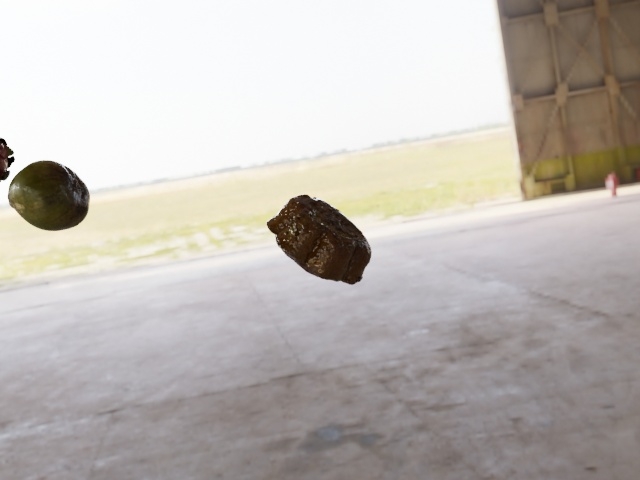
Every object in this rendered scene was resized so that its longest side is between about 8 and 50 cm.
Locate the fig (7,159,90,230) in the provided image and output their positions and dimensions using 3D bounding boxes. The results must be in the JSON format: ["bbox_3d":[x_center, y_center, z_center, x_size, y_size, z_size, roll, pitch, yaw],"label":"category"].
[{"bbox_3d":[-0.515,-0.086,1.801,0.121,0.153,0.136,-51,15,30],"label":"fig"}]

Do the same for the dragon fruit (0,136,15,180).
[{"bbox_3d":[-0.731,-0.152,1.915,0.235,0.135,0.137,-9,27,21],"label":"dragon fruit"}]

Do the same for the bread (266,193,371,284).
[{"bbox_3d":[-0.002,0.005,2.162,0.246,0.135,0.232,43,23,22],"label":"bread"}]
